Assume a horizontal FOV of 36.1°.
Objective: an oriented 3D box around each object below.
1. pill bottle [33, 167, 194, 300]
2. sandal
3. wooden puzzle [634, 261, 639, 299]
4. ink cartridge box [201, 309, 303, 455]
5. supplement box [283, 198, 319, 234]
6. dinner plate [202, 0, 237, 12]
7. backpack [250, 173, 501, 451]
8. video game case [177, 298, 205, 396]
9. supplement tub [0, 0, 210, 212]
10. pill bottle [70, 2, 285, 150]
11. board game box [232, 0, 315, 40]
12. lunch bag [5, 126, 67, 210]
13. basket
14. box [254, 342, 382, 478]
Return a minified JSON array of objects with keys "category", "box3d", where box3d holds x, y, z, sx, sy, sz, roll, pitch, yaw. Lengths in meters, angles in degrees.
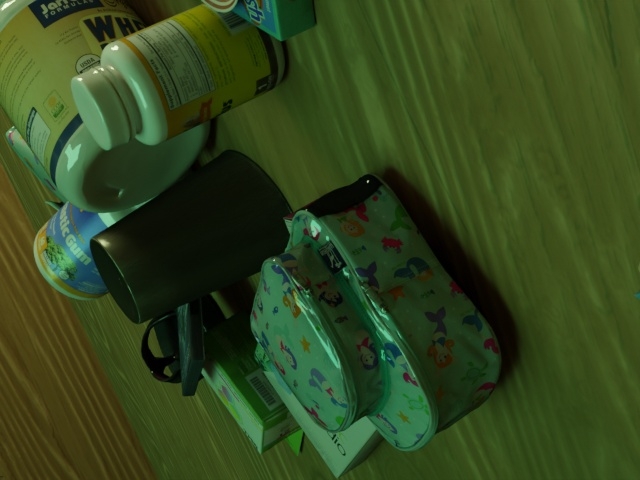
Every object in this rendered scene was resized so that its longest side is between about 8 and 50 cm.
[{"category":"pill bottle","box3d":[-0.316,-0.032,1.531,0.272,0.152,0.152,-38,81,33]},{"category":"sandal","box3d":[-0.287,0.199,1.915,0.167,0.107,0.446,58,157,7]},{"category":"wooden puzzle","box3d":[0.262,0.026,0.699,0.078,0.014,0.116,47,154,30]},{"category":"ink cartridge box","box3d":[-0.114,0.267,1.653,0.189,0.097,0.255,49,154,26]},{"category":"supplement box","box3d":[0.000,0.000,1.156,0.043,0.055,0.083,13,128,60]},{"category":"dinner plate","box3d":[-0.115,-0.296,0.973,0.141,0.017,0.141,46,154,30]},{"category":"backpack","box3d":[0.054,0.090,1.001,0.253,0.191,0.225,48,154,16]},{"category":"video game case","box3d":[-0.214,0.093,1.587,0.196,0.026,0.274,115,150,-63]},{"category":"supplement tub","box3d":[-0.322,-0.218,1.342,0.316,0.228,0.228,51,155,20]},{"category":"pill bottle","box3d":[-0.153,-0.179,1.058,0.117,0.215,0.117,46,153,31]},{"category":"board game box","box3d":[-0.092,-0.313,0.989,0.210,0.047,0.160,38,148,41]},{"category":"lunch bag","box3d":[-0.402,-0.107,1.739,0.223,0.160,0.262,27,153,44]},{"category":"basket","box3d":[-0.175,0.001,1.299,0.204,0.227,0.154,37,148,45]},{"category":"box","box3d":[0.006,0.186,1.359,0.232,0.058,0.322,53,155,17]}]
